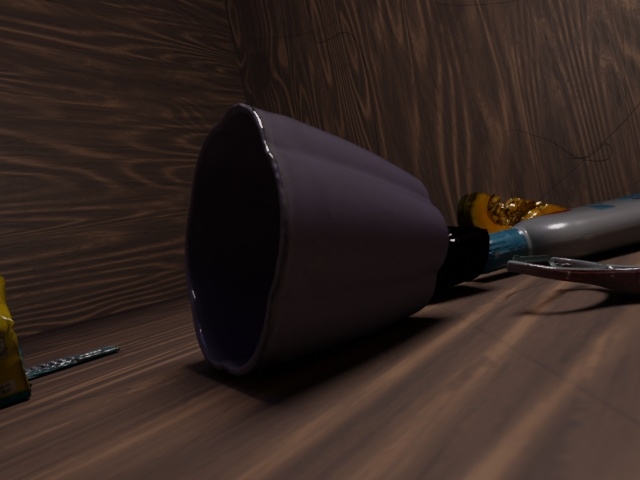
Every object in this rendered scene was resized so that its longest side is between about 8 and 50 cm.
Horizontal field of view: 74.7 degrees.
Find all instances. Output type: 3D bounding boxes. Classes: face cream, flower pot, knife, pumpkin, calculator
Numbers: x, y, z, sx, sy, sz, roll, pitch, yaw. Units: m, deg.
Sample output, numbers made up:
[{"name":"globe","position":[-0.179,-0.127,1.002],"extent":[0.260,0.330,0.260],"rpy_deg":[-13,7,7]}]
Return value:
[{"name":"face cream","position":[0.399,-0.009,0.685],"extent":[0.336,0.080,0.163],"rpy_deg":[-12,-1,-8]},{"name":"flower pot","position":[0.000,0.000,0.473],"extent":[0.243,0.265,0.265],"rpy_deg":[0,-7,-31]},{"name":"knife","position":[0.320,0.017,0.350],"extent":[0.123,0.053,0.278],"rpy_deg":[-6,-4,-39]},{"name":"pumpkin","position":[0.394,-0.016,0.844],"extent":[0.248,0.126,0.131],"rpy_deg":[6,-9,-1]},{"name":"calculator","position":[-0.445,0.213,0.727],"extent":[0.057,0.018,0.172],"rpy_deg":[-11,-1,45]}]

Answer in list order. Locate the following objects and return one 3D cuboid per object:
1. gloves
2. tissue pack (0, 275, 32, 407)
[{"name":"gloves","position":[0.127,0.041,0.625],"extent":[0.203,0.124,0.164],"rpy_deg":[-5,-20,-3]},{"name":"tissue pack","position":[-0.517,0.139,0.492],"extent":[0.270,0.134,0.192],"rpy_deg":[-11,20,-39]}]
